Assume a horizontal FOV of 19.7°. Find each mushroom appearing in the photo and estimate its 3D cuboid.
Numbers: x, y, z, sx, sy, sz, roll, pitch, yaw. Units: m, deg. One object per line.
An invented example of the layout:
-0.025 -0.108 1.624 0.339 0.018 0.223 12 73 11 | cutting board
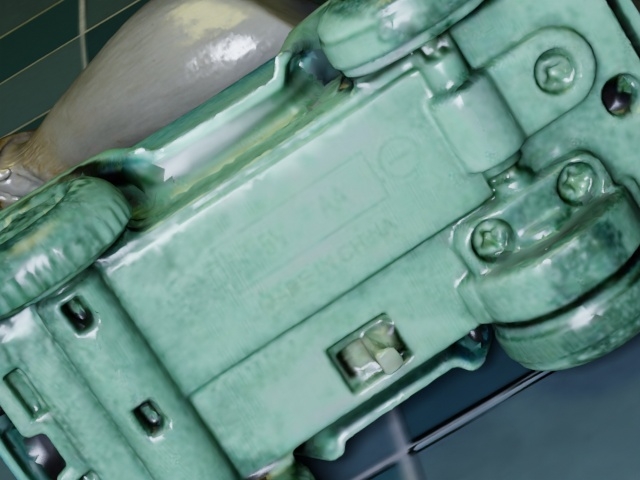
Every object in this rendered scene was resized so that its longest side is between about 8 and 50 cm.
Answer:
-0.087 -0.071 1.004 0.225 0.093 0.116 -34 -4 18 | mushroom

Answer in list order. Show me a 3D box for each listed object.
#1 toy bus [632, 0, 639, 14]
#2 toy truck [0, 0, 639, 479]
0.101 -0.097 0.828 0.081 0.074 0.226 -42 26 -19 | toy bus
0.000 0.000 0.678 0.279 0.155 0.156 -33 15 -1 | toy truck
